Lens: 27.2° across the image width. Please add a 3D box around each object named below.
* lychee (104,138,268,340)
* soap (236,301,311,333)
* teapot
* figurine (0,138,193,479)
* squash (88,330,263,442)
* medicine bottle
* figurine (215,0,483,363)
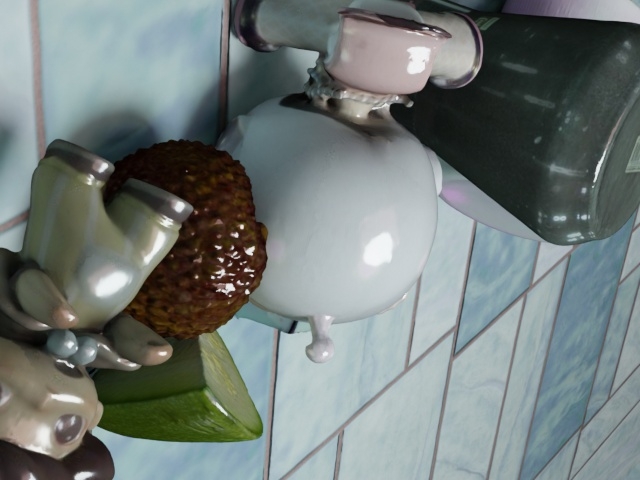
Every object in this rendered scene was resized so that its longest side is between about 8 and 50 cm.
[{"bbox_3d":[-0.136,0.000,1.212,0.194,0.194,0.194,-41,145,-37],"label":"lychee"},{"bbox_3d":[0.000,0.000,1.541,0.145,0.091,0.230,-2,114,-60],"label":"soap"},{"bbox_3d":[0.218,-0.171,1.498,0.300,0.344,0.253,-34,142,-44],"label":"teapot"},{"bbox_3d":[-0.250,0.107,1.060,0.248,0.203,0.380,31,88,-37],"label":"figurine"},{"bbox_3d":[-0.100,0.131,1.266,0.203,0.289,0.111,-43,107,-34],"label":"squash"},{"bbox_3d":[0.294,-0.174,1.742,0.301,0.241,0.241,-68,154,-13],"label":"medicine bottle"},{"bbox_3d":[0.008,-0.081,1.328,0.211,0.253,0.361,-77,-178,-67],"label":"figurine"}]
